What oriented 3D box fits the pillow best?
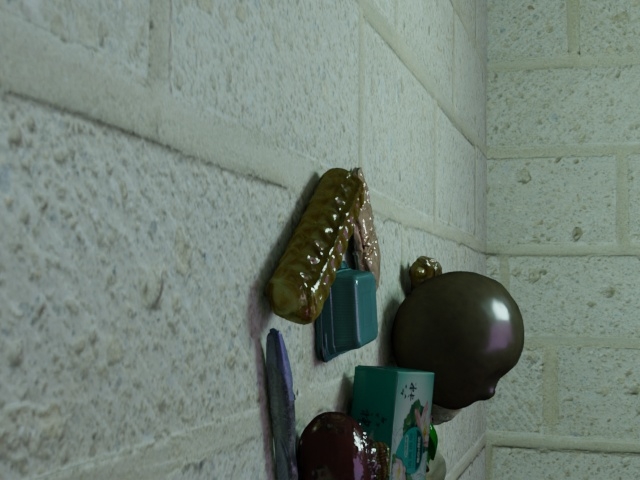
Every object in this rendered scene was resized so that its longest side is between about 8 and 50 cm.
[{"bbox_3d":[0.077,-0.006,1.731,0.126,0.043,0.232,-71,153,-61],"label":"pillow"}]

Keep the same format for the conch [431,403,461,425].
[{"bbox_3d":[0.322,0.359,2.380,0.178,0.163,0.245,-12,132,-58],"label":"conch"}]

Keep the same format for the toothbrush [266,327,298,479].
[{"bbox_3d":[-0.045,0.314,1.314,0.042,0.035,0.413,-29,118,-59],"label":"toothbrush"}]

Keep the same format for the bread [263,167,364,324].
[{"bbox_3d":[0.000,-0.001,1.399,0.077,0.084,0.367,-53,-172,32],"label":"bread"}]

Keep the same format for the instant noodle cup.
[{"bbox_3d":[0.046,0.113,1.574,0.179,0.070,0.157,-6,94,-73],"label":"instant noodle cup"}]

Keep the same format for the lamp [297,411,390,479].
[{"bbox_3d":[0.034,0.323,1.384,0.157,0.135,0.156,-89,178,-68],"label":"lamp"}]

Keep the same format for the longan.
[{"bbox_3d":[0.285,0.207,2.039,0.297,0.297,0.297,0,90,-74],"label":"longan"}]

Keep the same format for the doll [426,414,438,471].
[{"bbox_3d":[0.184,0.397,1.975,0.186,0.106,0.134,-56,129,-63],"label":"doll"}]

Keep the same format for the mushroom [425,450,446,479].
[{"bbox_3d":[0.225,0.519,2.140,0.096,0.108,0.247,51,9,12],"label":"mushroom"}]

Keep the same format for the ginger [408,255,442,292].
[{"bbox_3d":[0.243,0.160,2.243,0.166,0.080,0.333,-46,143,-46],"label":"ginger"}]

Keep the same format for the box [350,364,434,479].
[{"bbox_3d":[0.122,0.347,1.700,0.153,0.092,0.245,13,81,-57],"label":"box"}]
